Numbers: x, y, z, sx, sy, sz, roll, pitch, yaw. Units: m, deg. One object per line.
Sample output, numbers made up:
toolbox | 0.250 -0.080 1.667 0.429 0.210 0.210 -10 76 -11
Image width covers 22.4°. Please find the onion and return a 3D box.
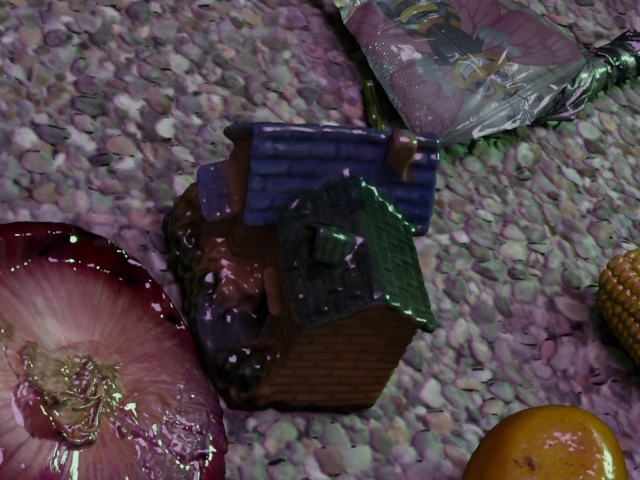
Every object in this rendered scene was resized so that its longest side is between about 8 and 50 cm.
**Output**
onion | -0.166 0.109 0.964 0.248 0.161 0.248 10 61 -18

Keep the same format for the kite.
kite | 0.060 -0.220 1.404 0.204 0.022 0.360 -31 65 -33

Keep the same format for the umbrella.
umbrella | 0.230 -0.141 1.420 0.188 0.046 0.050 -24 44 -36

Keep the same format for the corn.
corn | 0.297 0.102 1.234 0.080 0.080 0.238 -23 67 -36

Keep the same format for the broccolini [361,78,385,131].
broccolini | 0.054 -0.077 1.306 0.035 0.030 0.140 15 44 -24

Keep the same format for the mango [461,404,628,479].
mango | 0.149 0.182 1.094 0.115 0.089 0.165 28 50 1

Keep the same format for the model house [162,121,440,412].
model house | 0.000 0.000 1.118 0.166 0.172 0.183 4 52 -23
